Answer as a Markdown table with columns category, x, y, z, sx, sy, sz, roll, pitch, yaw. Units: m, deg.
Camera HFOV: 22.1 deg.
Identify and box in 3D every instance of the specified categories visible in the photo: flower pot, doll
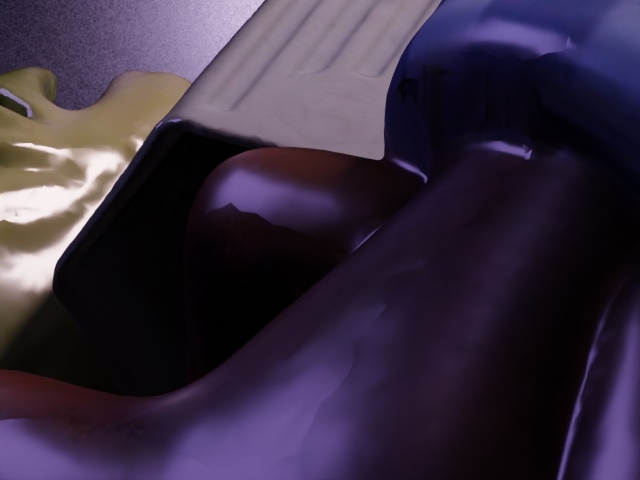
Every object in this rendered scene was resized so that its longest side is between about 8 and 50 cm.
| category | x | y | z | sx | sy | sz | roll | pitch | yaw |
| --- | --- | --- | --- | --- | --- | --- | --- | --- | --- |
| flower pot | 0.023 | -0.005 | 0.763 | 0.189 | 0.239 | 0.209 | -58 | -23 | -46 |
| doll | 0.068 | 0.029 | 0.425 | 0.318 | 0.209 | 0.339 | 13 | 60 | 47 |

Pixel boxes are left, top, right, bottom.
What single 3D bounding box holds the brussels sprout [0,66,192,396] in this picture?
| category | x | y | z | sx | sy | sz | roll | pitch | yaw |
| --- | --- | --- | --- | --- | --- | --- | --- | --- | --- |
| brussels sprout | -0.196 | 0.134 | 0.902 | 0.361 | 0.342 | 0.425 | -77 | 7 | -51 |
